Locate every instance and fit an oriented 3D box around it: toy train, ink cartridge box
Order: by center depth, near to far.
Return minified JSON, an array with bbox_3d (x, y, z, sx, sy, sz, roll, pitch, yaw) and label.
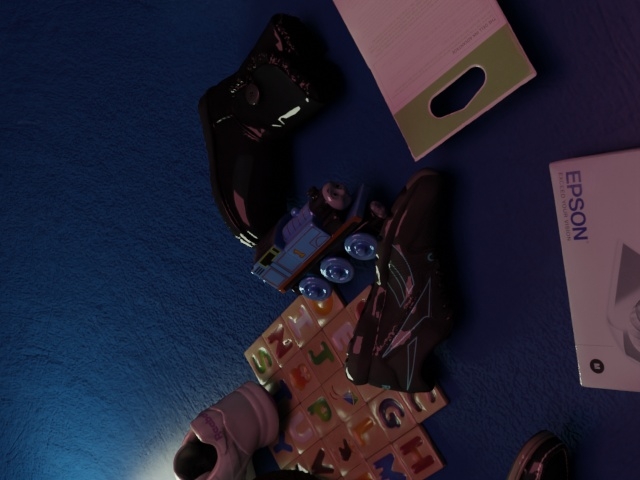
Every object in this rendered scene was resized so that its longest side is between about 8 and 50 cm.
[{"bbox_3d":[0.319,0.024,0.646,0.224,0.045,0.223,-7,94,45],"label":"ink cartridge box"},{"bbox_3d":[0.116,-0.226,0.784,0.171,0.056,0.235,-36,77,44],"label":"ink cartridge box"},{"bbox_3d":[0.000,0.000,0.905,0.105,0.080,0.184,32,132,-16],"label":"toy train"}]

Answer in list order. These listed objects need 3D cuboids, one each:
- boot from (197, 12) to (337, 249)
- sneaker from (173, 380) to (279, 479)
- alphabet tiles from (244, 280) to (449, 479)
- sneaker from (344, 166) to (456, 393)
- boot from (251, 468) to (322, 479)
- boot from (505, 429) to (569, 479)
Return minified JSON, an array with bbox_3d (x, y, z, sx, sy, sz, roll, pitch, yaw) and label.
[{"bbox_3d":[-0.058,-0.132,0.947,0.207,0.094,0.246,-31,71,48],"label":"boot"},{"bbox_3d":[-0.162,0.332,1.110,0.114,0.152,0.305,41,133,30],"label":"sneaker"},{"bbox_3d":[0.018,0.217,1.012,0.342,0.011,0.285,-47,66,40],"label":"alphabet tiles"},{"bbox_3d":[0.108,0.050,0.847,0.106,0.101,0.267,18,110,14],"label":"sneaker"},{"bbox_3d":[0.003,0.465,1.021,0.236,0.089,0.269,1,104,45],"label":"boot"},{"bbox_3d":[0.266,0.315,0.727,0.179,0.085,0.236,21,120,48],"label":"boot"}]
